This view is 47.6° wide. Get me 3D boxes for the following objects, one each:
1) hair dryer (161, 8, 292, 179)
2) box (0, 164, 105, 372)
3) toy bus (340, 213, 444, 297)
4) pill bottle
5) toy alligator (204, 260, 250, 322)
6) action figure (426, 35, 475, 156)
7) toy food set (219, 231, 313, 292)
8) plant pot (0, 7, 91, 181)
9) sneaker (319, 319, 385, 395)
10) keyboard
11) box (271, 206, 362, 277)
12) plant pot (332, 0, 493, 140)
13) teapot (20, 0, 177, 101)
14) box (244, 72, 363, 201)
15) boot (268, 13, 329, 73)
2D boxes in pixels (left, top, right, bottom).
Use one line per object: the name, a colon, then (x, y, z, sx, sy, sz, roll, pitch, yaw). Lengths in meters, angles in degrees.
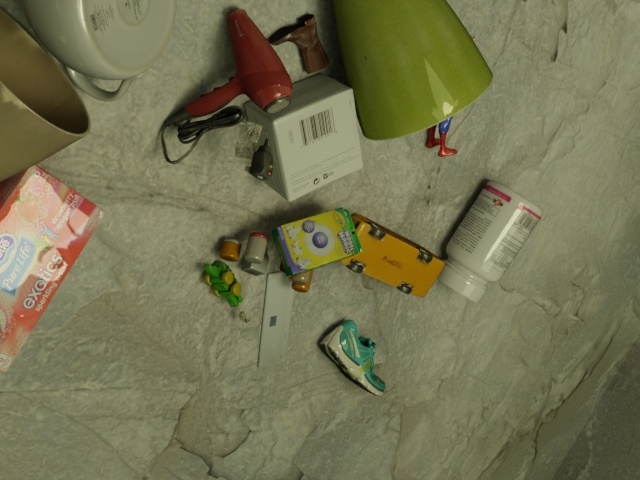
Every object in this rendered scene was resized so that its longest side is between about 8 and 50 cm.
hair dryer: (-0.161, -0.263, 1.272, 0.080, 0.223, 0.294, 33, 72, -83)
box: (-0.504, 0.032, 1.153, 0.154, 0.142, 0.300, 41, 70, -38)
toy bus: (0.150, 0.032, 1.679, 0.332, 0.130, 0.108, 24, 102, -41)
pill bottle: (0.418, 0.005, 1.831, 0.160, 0.160, 0.283, 25, 100, -42)
toy alligator: (-0.191, 0.099, 1.537, 0.190, 0.056, 0.051, 61, 36, -41)
action figure: (0.305, -0.338, 1.599, 0.139, 0.091, 0.280, -18, 126, -18)
toy food set: (-0.092, 0.021, 1.530, 0.232, 0.111, 0.105, 25, 66, -30)
plant pot: (-0.523, -0.170, 1.035, 0.274, 0.256, 0.256, -37, 133, 8)
sneaker: (0.105, 0.303, 1.833, 0.110, 0.107, 0.275, -48, 133, -14)
keyboard: (-0.102, 0.183, 1.675, 0.072, 0.014, 0.256, -6, 119, -27)
box: (0.000, 0.000, 1.484, 0.179, 0.043, 0.105, -18, 86, -26)
plant pot: (0.141, -0.385, 1.368, 0.274, 0.275, 0.293, -35, 114, -13)
teapot: (-0.347, -0.359, 1.072, 0.252, 0.187, 0.256, 17, 87, -66)
box: (-0.030, -0.204, 1.421, 0.181, 0.119, 0.182, -26, 129, -20)
boot: (-0.038, -0.358, 1.385, 0.106, 0.037, 0.114, -32, 135, -13)
